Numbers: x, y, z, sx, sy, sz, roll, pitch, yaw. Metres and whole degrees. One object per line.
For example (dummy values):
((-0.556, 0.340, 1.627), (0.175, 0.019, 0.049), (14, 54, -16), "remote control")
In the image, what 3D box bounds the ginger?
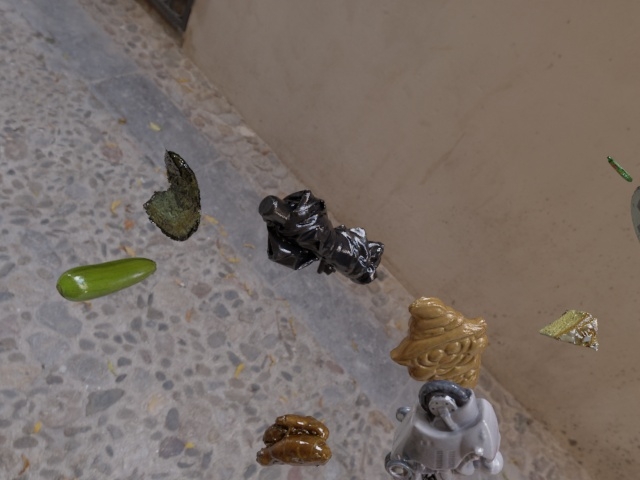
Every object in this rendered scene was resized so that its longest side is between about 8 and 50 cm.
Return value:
((-0.055, 0.401, 0.953), (0.162, 0.073, 0.103), (-10, 41, 16), "ginger")

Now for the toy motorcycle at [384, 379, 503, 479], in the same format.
((0.200, 0.321, 0.735), (0.170, 0.260, 0.110), (19, 35, 8), "toy motorcycle")

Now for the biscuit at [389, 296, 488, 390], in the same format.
((0.208, 0.187, 0.784), (0.250, 0.162, 0.035), (56, 13, -32), "biscuit")

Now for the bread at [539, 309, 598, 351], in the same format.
((0.839, 0.302, 1.596), (0.152, 0.147, 0.127), (0, 90, -8), "bread")

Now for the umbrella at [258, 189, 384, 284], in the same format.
((0.000, 0.001, 0.807), (0.272, 0.122, 0.110), (30, 28, -45), "umbrella")

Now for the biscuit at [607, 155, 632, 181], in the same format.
((0.791, -0.186, 1.243), (0.046, 0.016, 0.089), (27, 34, -24), "biscuit")

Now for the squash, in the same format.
((-0.401, 0.069, 0.899), (0.066, 0.066, 0.201), (52, 31, 14), "squash")

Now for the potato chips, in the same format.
((-0.363, -0.109, 1.160), (0.202, 0.220, 0.029), (27, 26, 28), "potato chips")

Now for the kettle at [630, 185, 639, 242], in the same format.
((0.751, -0.081, 0.902), (0.160, 0.243, 0.211), (45, 31, -64), "kettle")
